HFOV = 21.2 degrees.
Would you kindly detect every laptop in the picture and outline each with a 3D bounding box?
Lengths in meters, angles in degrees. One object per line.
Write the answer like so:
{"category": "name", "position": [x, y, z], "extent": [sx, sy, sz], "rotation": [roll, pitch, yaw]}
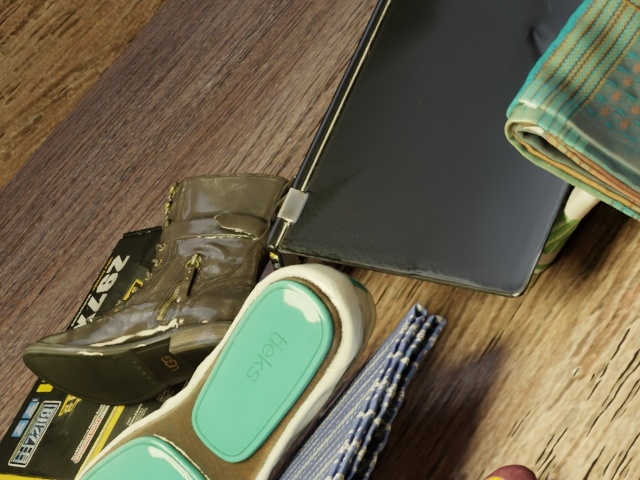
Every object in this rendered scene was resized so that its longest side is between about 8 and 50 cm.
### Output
{"category": "laptop", "position": [0.135, -0.104, 1.553], "extent": [0.408, 0.236, 0.382], "rotation": [79, -145, -72]}

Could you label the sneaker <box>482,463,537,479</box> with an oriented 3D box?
{"category": "sneaker", "position": [0.074, 0.210, 1.131], "extent": [0.185, 0.084, 0.069], "rotation": [-52, 22, -20]}

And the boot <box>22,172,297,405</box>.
{"category": "boot", "position": [-0.149, 0.037, 1.662], "extent": [0.263, 0.091, 0.229], "rotation": [-6, 51, 17]}

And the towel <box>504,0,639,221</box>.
{"category": "towel", "position": [0.321, -0.135, 1.141], "extent": [0.370, 0.271, 0.040], "rotation": [-52, -13, -26]}

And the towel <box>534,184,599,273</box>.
{"category": "towel", "position": [0.273, -0.113, 1.332], "extent": [0.248, 0.038, 0.325], "rotation": [-52, 0, -25]}

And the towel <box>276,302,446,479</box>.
{"category": "towel", "position": [-0.017, 0.214, 1.264], "extent": [0.243, 0.040, 0.336], "rotation": [-52, 4, 38]}

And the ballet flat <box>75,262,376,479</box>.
{"category": "ballet flat", "position": [-0.083, 0.174, 1.453], "extent": [0.400, 0.139, 0.139], "rotation": [-50, 16, 23]}

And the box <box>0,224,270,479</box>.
{"category": "box", "position": [-0.205, 0.131, 1.790], "extent": [0.257, 0.079, 0.322], "rotation": [-10, 47, 60]}

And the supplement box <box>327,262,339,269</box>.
{"category": "supplement box", "position": [0.000, 0.000, 1.764], "extent": [0.083, 0.055, 0.043], "rotation": [-49, 18, -18]}
